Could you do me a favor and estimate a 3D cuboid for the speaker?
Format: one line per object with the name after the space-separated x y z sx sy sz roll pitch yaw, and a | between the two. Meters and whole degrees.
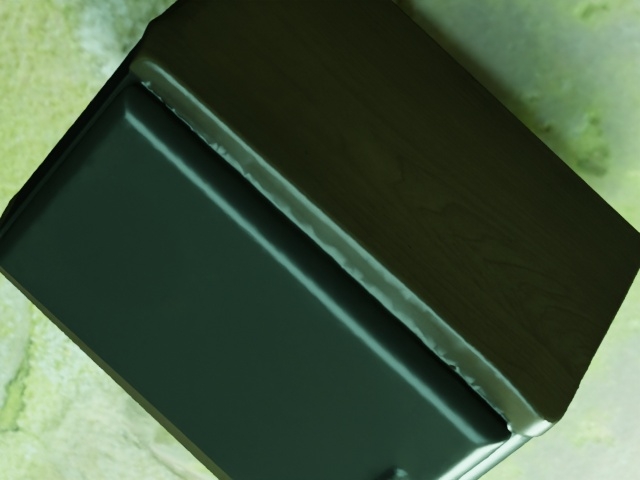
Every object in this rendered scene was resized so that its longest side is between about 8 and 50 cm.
0.000 0.000 0.786 0.231 0.192 0.153 42 129 -4 | speaker
